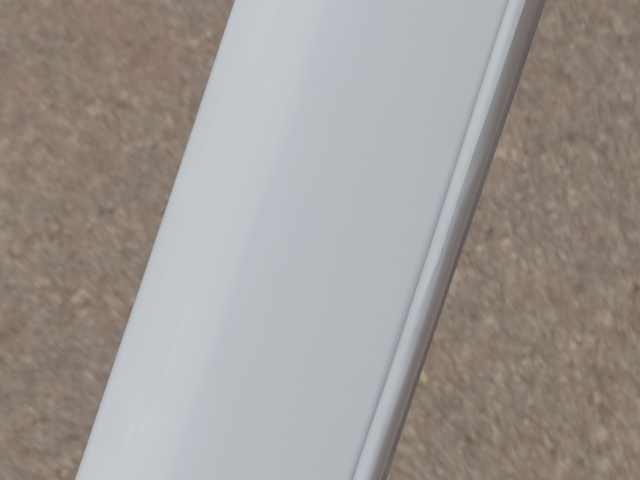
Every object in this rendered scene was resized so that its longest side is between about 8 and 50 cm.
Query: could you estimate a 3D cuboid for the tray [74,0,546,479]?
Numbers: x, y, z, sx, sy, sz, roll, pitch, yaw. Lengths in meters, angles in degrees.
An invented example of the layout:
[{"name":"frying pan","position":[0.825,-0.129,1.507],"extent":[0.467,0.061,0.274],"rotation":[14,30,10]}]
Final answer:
[{"name":"tray","position":[0.000,0.000,0.484],"extent":[0.145,0.030,0.270],"rotation":[15,86,59]}]
